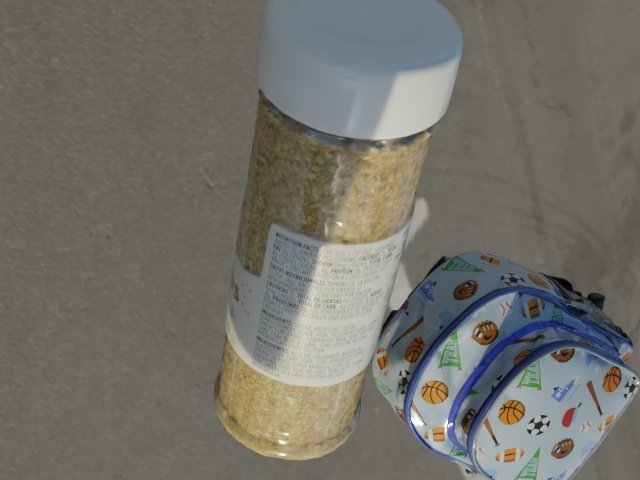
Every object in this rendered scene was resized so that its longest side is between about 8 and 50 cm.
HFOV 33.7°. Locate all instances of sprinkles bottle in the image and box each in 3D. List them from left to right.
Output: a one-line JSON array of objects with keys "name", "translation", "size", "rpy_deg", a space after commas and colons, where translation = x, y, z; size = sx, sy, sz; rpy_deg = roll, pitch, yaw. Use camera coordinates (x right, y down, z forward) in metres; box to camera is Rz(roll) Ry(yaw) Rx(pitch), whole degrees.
[{"name": "sprinkles bottle", "translation": [0.000, 0.000, 0.729], "size": [0.121, 0.121, 0.355], "rpy_deg": [-30, 145, -39]}]

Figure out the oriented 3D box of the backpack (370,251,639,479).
[{"name": "backpack", "translation": [0.199, 0.149, 1.186], "size": [0.263, 0.213, 0.276], "rpy_deg": [30, 96, -26]}]
